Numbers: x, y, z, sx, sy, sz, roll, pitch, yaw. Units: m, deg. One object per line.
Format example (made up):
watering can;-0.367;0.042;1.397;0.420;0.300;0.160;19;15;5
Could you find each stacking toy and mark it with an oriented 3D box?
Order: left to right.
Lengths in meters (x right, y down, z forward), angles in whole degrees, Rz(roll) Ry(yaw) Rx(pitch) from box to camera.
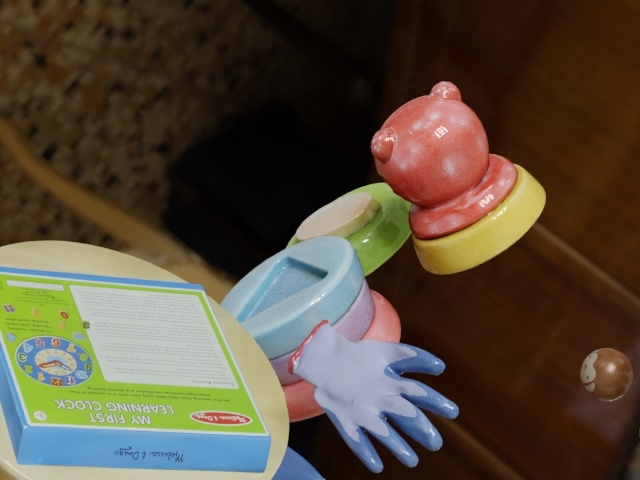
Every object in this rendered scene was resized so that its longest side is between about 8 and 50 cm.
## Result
stacking toy;0.000;0.000;1.531;0.309;0.279;0.130;-44;113;-24

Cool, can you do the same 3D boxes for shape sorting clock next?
shape sorting clock;-0.114;0.075;0.978;0.206;0.206;0.040;-19;143;-51

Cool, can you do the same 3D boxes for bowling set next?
bowling set;0.351;0.154;1.759;0.154;0.200;0.287;50;44;-76

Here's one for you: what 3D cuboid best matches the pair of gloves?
pair of gloves;0.000;0.147;1.287;0.198;0.159;0.023;-50;134;-11
